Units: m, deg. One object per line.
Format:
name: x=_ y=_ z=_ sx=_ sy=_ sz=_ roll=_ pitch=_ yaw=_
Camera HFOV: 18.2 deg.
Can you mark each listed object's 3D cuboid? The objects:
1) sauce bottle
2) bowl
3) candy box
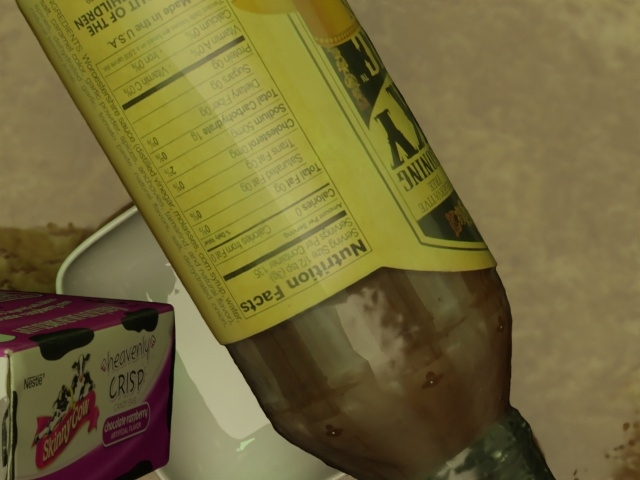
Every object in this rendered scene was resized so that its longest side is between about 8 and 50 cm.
sauce bottle: x=0.000 y=0.000 z=0.761 sx=0.111 sy=0.111 sz=0.344 roll=-30 pitch=97 yaw=2
bowl: x=-0.023 y=0.034 z=0.842 sx=0.142 sy=0.053 sz=0.142 roll=-31 pitch=95 yaw=2
candy box: x=-0.191 y=0.054 z=0.759 sx=0.233 sy=0.159 sz=0.071 roll=4 pitch=95 yaw=15
